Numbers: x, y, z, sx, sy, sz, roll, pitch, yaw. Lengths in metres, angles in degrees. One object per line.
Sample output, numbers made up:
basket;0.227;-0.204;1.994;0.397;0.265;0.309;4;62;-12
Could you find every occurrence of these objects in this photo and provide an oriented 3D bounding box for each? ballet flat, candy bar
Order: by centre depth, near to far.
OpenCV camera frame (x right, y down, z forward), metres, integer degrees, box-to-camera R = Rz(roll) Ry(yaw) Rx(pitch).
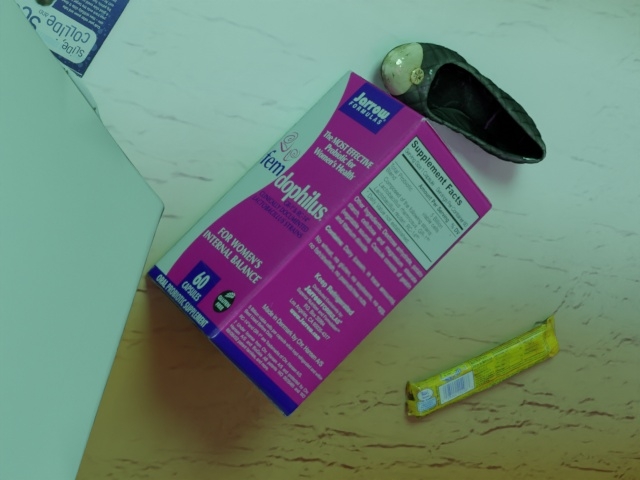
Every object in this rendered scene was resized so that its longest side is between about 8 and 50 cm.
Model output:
ballet flat;0.114;-0.108;1.201;0.173;0.049;0.057;23;100;-38
candy bar;0.144;0.112;1.357;0.161;0.018;0.040;-22;121;-21

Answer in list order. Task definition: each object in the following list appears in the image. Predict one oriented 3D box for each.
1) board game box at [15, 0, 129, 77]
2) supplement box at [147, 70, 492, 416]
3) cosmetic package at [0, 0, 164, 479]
board game box;-0.196;-0.205;0.961;0.201;0.035;0.136;29;96;-39
supplement box;0.000;0.000;1.145;0.220;0.111;0.114;-45;129;-5
cosmetic package;-0.237;0.056;0.854;0.156;0.385;0.217;-13;131;23
